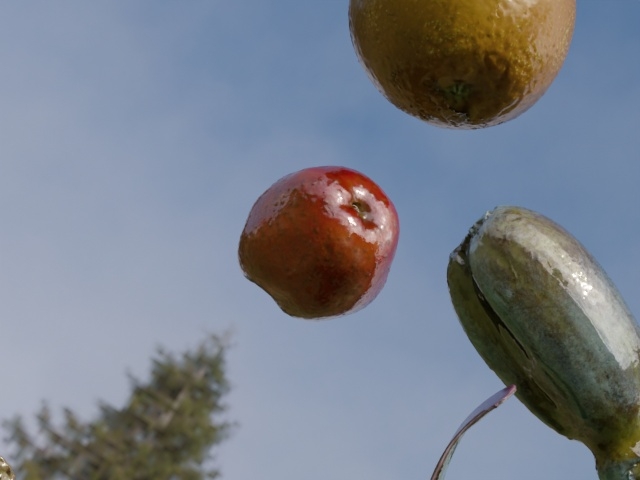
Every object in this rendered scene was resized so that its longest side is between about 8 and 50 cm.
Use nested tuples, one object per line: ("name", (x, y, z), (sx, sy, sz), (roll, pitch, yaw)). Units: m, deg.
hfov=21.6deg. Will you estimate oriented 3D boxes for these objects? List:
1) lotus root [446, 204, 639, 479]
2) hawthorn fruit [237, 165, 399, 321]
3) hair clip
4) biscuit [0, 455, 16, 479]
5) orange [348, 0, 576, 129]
("lotus root", (0.254, 0.106, 1.682), (0.322, 0.140, 0.158), (54, -32, 3))
("hawthorn fruit", (0.000, 0.000, 1.852), (0.189, 0.189, 0.189), (20, -36, 16))
("hair clip", (0.122, 0.175, 1.440), (0.022, 0.054, 0.137), (35, -66, 7))
("biscuit", (-0.304, 0.134, 1.121), (0.237, 0.026, 0.131), (-17, -64, 47))
("orange", (0.162, -0.258, 1.930), (0.274, 0.274, 0.274), (20, -36, 16))
